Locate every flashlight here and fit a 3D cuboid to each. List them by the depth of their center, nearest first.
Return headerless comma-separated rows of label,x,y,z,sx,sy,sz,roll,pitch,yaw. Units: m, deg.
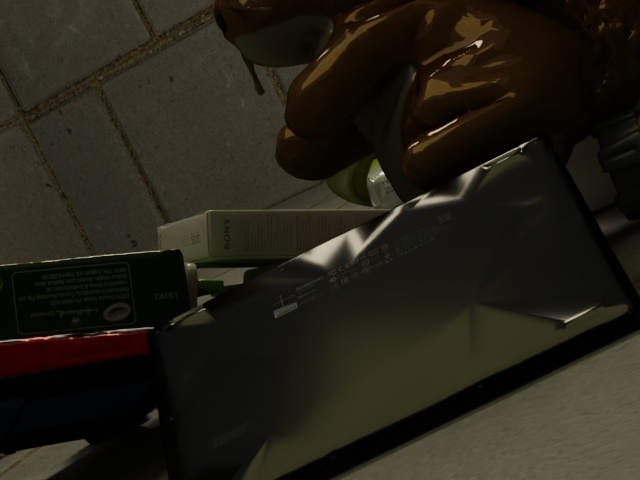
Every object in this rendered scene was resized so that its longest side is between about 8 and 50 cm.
flashlight,0.405,-0.116,1.594,0.304,0.103,0.103,-21,-21,16

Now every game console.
game console,-0.315,0.167,1.748,0.342,0.060,0.386,-4,-16,-18

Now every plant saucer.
plant saucer,0.126,-0.127,2.778,0.241,0.037,0.241,-16,-34,-11

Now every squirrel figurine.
squirrel figurine,0.104,-0.212,1.689,0.397,0.370,0.281,-39,-23,-9

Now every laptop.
laptop,0.077,0.105,1.482,0.382,0.236,0.408,-27,34,6

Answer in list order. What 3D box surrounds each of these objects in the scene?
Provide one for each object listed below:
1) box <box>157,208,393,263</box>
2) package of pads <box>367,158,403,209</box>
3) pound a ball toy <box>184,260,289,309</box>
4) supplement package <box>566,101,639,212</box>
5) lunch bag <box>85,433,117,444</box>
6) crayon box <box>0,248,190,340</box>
box,0.000,0.000,1.936,0.322,0.058,0.232,1,-4,-17
package of pads,0.182,-0.111,2.584,0.229,0.101,0.296,-26,5,5
pound a ball toy,-0.059,0.092,1.855,0.208,0.135,0.319,-1,-3,-15
supplement package,0.315,-0.195,1.850,0.199,0.262,0.198,-25,5,27
lunch bag,-0.249,0.190,2.000,0.098,0.067,0.065,-29,5,-7
crayon box,-0.258,0.099,1.803,0.203,0.083,0.323,-5,-15,-14
